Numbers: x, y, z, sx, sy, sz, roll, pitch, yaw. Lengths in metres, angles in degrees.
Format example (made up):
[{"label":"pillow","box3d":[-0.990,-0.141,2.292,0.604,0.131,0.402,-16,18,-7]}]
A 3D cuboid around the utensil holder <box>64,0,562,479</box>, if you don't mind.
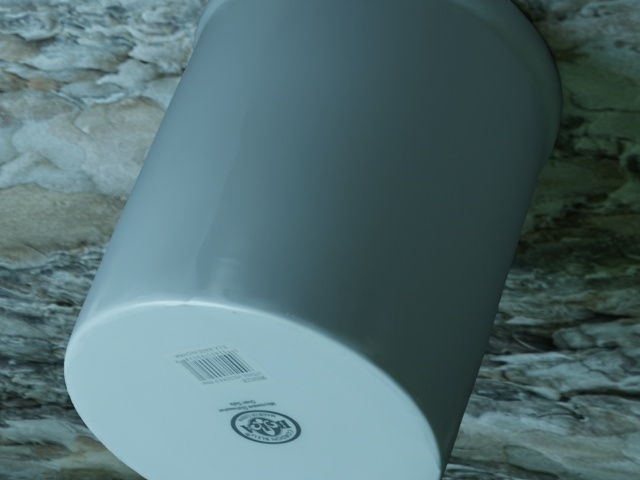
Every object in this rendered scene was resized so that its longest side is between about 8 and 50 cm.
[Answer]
[{"label":"utensil holder","box3d":[0.000,0.000,1.501,0.328,0.385,0.327,12,143,9]}]
